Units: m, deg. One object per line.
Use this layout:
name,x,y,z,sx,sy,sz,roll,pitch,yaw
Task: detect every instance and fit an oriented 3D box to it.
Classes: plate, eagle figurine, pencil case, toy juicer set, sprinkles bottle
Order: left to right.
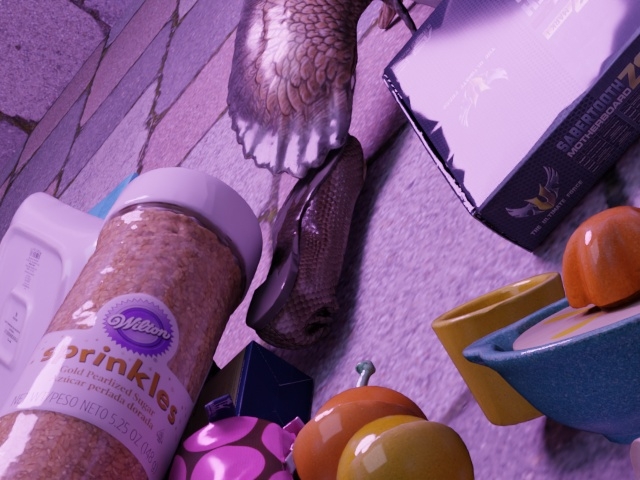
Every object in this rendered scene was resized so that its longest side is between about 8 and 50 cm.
plate,-0.306,0.095,1.439,0.277,0.045,0.278,20,94,59
sprinkles bottle,-0.140,0.096,0.932,0.121,0.121,0.355,-40,19,37
pencil case,-0.044,0.186,0.799,0.098,0.095,0.209,-23,28,7
eagle figurine,0.025,-0.223,1.131,0.225,0.226,0.298,-3,30,33
toy juicer set,0.102,0.042,0.534,0.209,0.089,0.329,-23,2,-32

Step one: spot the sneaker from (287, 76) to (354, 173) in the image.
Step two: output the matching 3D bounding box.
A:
sneaker,-0.014,-0.123,1.287,0.065,0.061,0.158,-47,19,41

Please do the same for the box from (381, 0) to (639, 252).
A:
box,0.153,-0.134,0.835,0.233,0.059,0.183,-49,35,18

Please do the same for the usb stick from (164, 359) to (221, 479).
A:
usb stick,-0.106,0.181,0.972,0.045,0.077,0.278,-22,31,20

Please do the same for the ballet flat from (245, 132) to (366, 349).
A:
ballet flat,0.000,0.000,1.063,0.084,0.058,0.250,-46,16,33

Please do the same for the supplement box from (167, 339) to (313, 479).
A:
supplement box,-0.055,0.132,0.954,0.083,0.056,0.083,-44,21,30

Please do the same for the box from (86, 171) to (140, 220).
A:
box,-0.232,0.022,1.502,0.244,0.100,0.060,-33,27,47
